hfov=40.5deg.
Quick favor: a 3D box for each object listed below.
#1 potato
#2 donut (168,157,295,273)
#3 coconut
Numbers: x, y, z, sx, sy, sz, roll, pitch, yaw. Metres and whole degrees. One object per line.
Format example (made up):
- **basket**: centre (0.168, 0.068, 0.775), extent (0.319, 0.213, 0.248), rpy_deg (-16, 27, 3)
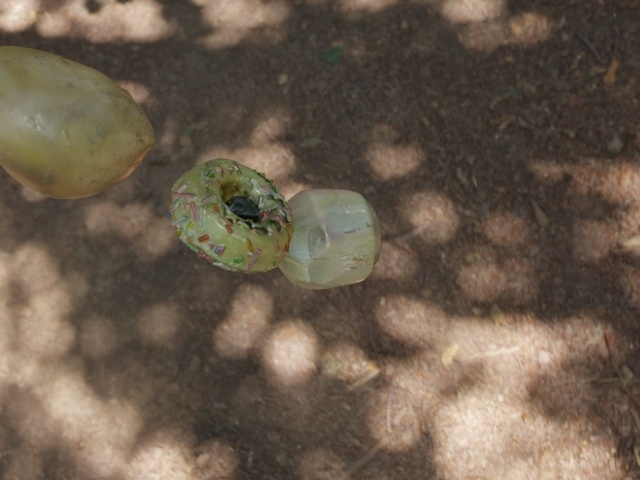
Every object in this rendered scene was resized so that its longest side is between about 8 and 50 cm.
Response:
- **potato**: centre (-0.203, -0.087, 0.652), extent (0.147, 0.112, 0.112), rpy_deg (29, 67, -13)
- **donut**: centre (-0.107, -0.036, 1.094), extent (0.068, 0.175, 0.174), rpy_deg (-51, 45, 33)
- **coconut**: centre (0.000, 0.000, 1.376), extent (0.183, 0.171, 0.171), rpy_deg (-7, 46, -30)
